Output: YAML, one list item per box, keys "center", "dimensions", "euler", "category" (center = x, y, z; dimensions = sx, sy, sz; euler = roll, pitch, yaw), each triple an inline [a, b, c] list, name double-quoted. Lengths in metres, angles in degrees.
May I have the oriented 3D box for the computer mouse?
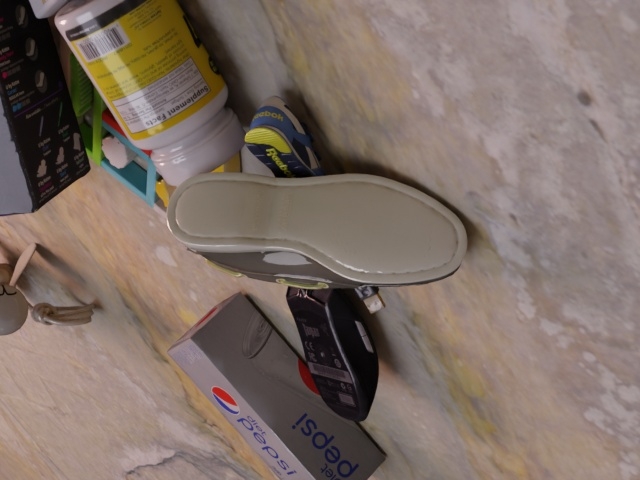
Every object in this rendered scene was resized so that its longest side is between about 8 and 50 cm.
- center: [0.031, 0.079, 1.497]
  dimensions: [0.184, 0.060, 0.262]
  euler: [-3, 113, 57]
  category: "computer mouse"

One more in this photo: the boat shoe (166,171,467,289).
- center: [0.001, -0.004, 1.356]
  dimensions: [0.305, 0.109, 0.091]
  euler: [7, 159, 17]
  category: "boat shoe"

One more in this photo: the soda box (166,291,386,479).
- center: [-0.055, 0.206, 1.710]
  dimensions: [0.286, 0.098, 0.091]
  euler: [50, 151, -5]
  category: "soda box"

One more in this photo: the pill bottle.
- center: [-0.168, -0.167, 1.388]
  dimensions: [0.119, 0.119, 0.208]
  euler: [-1, 126, 52]
  category: "pill bottle"

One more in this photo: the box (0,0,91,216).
- center: [-0.390, -0.171, 1.525]
  dimensions: [0.165, 0.143, 0.270]
  euler: [-6, 110, 20]
  category: "box"

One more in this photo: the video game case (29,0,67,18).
- center: [-0.272, -0.350, 1.332]
  dimensions: [0.227, 0.026, 0.206]
  euler: [-22, 90, 57]
  category: "video game case"

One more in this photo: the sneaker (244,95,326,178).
- center: [-0.027, -0.089, 1.380]
  dimensions: [0.053, 0.059, 0.144]
  euler: [-5, 146, 20]
  category: "sneaker"

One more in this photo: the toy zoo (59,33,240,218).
- center: [-0.188, -0.103, 1.575]
  dimensions: [0.293, 0.030, 0.192]
  euler: [38, 148, 15]
  category: "toy zoo"

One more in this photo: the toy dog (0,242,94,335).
- center: [-0.505, 0.046, 2.024]
  dimensions: [0.333, 0.220, 0.161]
  euler: [1, 96, 41]
  category: "toy dog"
